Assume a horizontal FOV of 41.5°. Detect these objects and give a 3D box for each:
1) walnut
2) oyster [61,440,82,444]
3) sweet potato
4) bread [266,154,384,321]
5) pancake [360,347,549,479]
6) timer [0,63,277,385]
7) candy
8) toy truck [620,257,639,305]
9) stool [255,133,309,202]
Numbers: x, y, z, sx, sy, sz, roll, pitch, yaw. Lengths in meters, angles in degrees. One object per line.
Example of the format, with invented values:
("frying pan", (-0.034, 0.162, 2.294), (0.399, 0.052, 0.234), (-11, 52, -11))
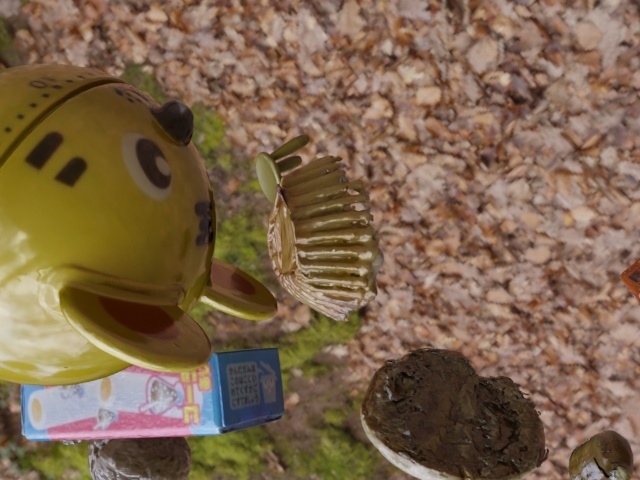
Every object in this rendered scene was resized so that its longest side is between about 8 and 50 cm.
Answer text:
("walnut", (-0.363, 0.443, 1.726), (0.230, 0.178, 0.178), (19, -174, -37))
("oyster", (-0.524, 0.389, 1.804), (0.037, 0.100, 0.098), (-14, 128, 28))
("sweet potato", (0.396, 0.309, 1.180), (0.062, 0.081, 0.233), (5, 160, 6))
("bread", (0.000, 0.000, 1.338), (0.274, 0.149, 0.274), (173, 90, -78))
("pancake", (0.272, 0.352, 1.688), (0.382, 0.382, 0.071), (40, 132, 33))
("timer", (-0.238, 0.000, 0.891), (0.387, 0.376, 0.376), (27, 159, 10))
("candy", (-0.217, 0.198, 1.087), (0.157, 0.305, 0.100), (8, -106, -64))
("toy truck", (0.530, 0.124, 1.165), (0.253, 0.107, 0.114), (50, -174, -15))
("stool", (-0.062, -0.142, 1.734), (0.134, 0.110, 0.135), (27, 132, 57))
